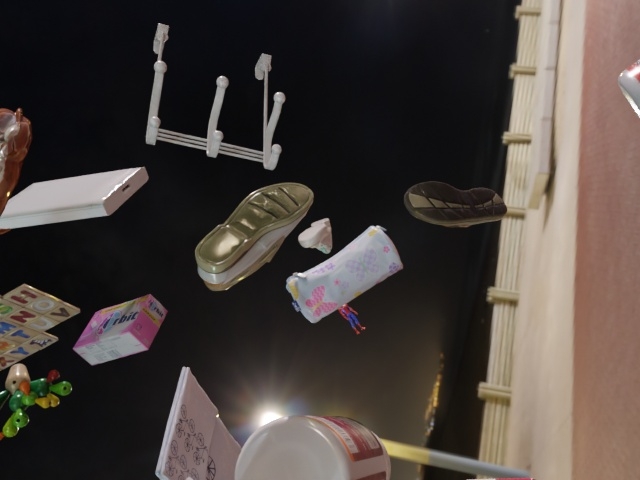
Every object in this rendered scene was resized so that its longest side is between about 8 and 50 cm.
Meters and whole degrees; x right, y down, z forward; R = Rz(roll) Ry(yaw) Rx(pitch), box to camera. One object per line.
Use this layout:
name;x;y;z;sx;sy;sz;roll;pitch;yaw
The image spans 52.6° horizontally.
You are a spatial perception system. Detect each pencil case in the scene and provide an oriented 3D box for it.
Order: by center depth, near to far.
pencil case;0.055;0.079;1.509;0.124;0.273;0.113;59;-179;9

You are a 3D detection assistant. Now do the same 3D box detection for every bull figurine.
bull figurine;-0.597;-0.089;1.140;0.188;0.101;0.310;-127;57;-73

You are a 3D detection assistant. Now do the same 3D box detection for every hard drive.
hard drive;-0.575;-0.097;1.479;0.203;0.308;0.040;-67;-33;-59

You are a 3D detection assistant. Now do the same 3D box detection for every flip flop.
flip flop;0.312;-0.073;1.508;0.080;0.277;0.112;-50;50;49

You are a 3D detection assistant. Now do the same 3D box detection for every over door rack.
over door rack;-0.196;-0.288;1.207;0.108;0.240;0.324;122;150;-43

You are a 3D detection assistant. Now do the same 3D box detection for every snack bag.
snack bag;-0.277;0.528;1.560;0.323;0.037;0.342;-90;-20;-57

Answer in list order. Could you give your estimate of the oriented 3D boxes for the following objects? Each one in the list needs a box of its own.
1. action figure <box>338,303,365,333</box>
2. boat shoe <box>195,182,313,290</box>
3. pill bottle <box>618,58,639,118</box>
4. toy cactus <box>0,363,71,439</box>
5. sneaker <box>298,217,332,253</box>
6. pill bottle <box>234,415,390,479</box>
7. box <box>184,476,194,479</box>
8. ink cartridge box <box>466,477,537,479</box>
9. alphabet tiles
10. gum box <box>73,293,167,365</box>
action figure;0.089;0.227;1.948;0.038;0.115;0.030;-37;-5;-21
boat shoe;-0.134;-0.012;1.335;0.302;0.113;0.103;-37;-30;-31
pill bottle;0.746;-0.320;1.141;0.210;0.363;0.210;42;-154;-26
toy cactus;-0.635;0.318;1.341;0.180;0.219;0.112;49;164;54
sneaker;0.000;0.000;1.900;0.212;0.080;0.094;-44;-64;-69
pill bottle;0.007;0.470;1.310;0.392;0.224;0.224;38;-120;-65
box;-0.171;0.455;0.922;0.186;0.145;0.038;-67;-16;16
ink cartridge box;0.383;0.657;1.322;0.226;0.131;0.306;-35;29;56
alphabet tiles;-0.503;0.141;0.991;0.198;0.237;0.009;47;-161;-57
gum box;-0.431;0.193;1.383;0.062;0.188;0.107;54;-147;-29
